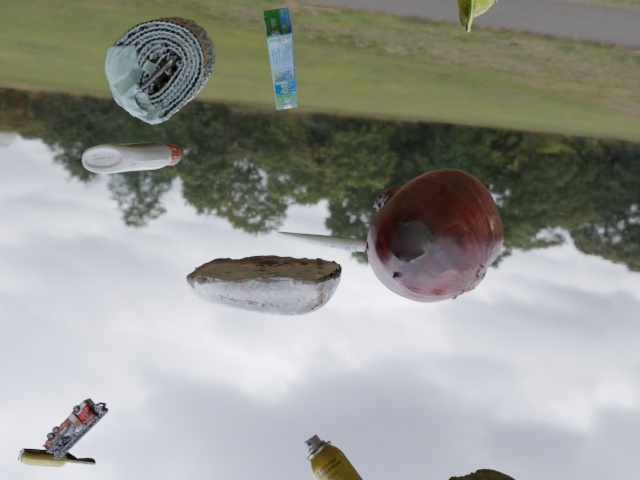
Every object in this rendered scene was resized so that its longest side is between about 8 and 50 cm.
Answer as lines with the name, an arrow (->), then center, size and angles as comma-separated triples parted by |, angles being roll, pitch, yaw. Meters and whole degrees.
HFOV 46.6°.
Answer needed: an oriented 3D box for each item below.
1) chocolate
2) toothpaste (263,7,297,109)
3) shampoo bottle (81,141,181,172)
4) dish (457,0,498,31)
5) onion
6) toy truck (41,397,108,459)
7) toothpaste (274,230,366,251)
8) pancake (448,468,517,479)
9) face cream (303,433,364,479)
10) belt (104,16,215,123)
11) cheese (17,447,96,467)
chocolate -> -0.110, 0.090, 1.480 | 0.303, 0.101, 0.185 | 3, -165, 14
toothpaste -> -0.076, -0.355, 1.484 | 0.050, 0.065, 0.267 | -10, 161, -3
shampoo bottle -> -0.332, -0.154, 1.366 | 0.108, 0.052, 0.221 | -2, -172, 22
dish -> 0.351, -0.563, 1.629 | 0.080, 0.208, 0.149 | -4, -176, -2
onion -> 0.266, -0.001, 1.794 | 0.341, 0.342, 0.341 | 6, -172, -1
toy truck -> -0.266, 0.201, 0.808 | 0.032, 0.083, 0.024 | 45, -173, 10
toothpaste -> 0.000, 0.000, 1.759 | 0.218, 0.033, 0.052 | 7, 166, 6
pancake -> 0.449, 0.687, 1.998 | 0.222, 0.042, 0.236 | 19, -162, 36
face cream -> 0.075, 0.665, 1.963 | 0.349, 0.105, 0.105 | 51, -153, 18
belt -> -0.372, -0.399, 1.715 | 0.257, 0.207, 0.150 | -36, -169, 16
cheese -> -0.580, 0.483, 1.645 | 0.162, 0.036, 0.086 | 13, 161, -26
